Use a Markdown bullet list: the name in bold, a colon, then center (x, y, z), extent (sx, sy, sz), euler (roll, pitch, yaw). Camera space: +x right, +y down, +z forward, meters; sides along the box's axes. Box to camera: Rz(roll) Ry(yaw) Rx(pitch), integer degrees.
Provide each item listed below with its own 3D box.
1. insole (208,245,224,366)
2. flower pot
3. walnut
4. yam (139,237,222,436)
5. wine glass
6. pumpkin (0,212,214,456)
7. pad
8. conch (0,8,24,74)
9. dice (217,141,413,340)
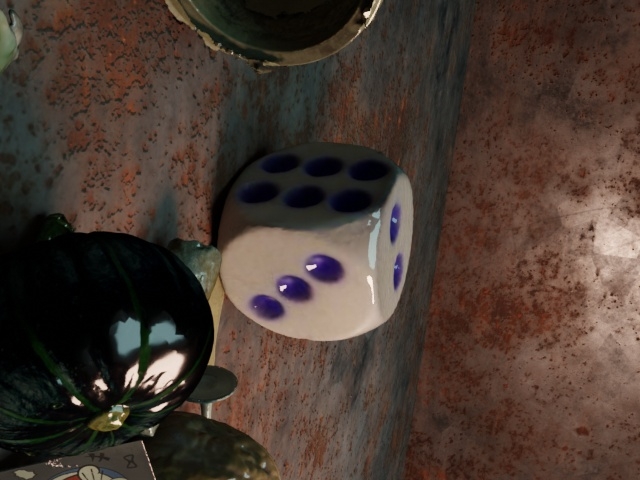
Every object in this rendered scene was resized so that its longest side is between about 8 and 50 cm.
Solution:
- **insole**: center (-0.178, 0.129, 1.097), extent (0.081, 0.011, 0.247), euler (-26, 126, -65)
- **flower pot**: center (-0.040, -0.398, 0.857), extent (0.290, 0.291, 0.259), euler (80, 19, -44)
- **walnut**: center (-0.159, 0.322, 0.934), extent (0.178, 0.231, 0.178), euler (-165, -90, -83)
- **yam**: center (-0.210, 0.122, 0.902), extent (0.093, 0.093, 0.259), euler (63, 42, -59)
- **wine glass**: center (-0.100, 0.366, 1.072), extent (0.096, 0.264, 0.309), euler (-52, 148, -64)
- **pumpkin**: center (-0.238, 0.077, 0.676), extent (0.248, 0.248, 0.247), euler (12, 90, -69)
- **pad**: center (-0.263, 0.326, 0.806), extent (0.006, 0.170, 0.245), euler (-112, -166, -52)
- **conch**: center (-0.294, -0.188, 0.417), extent (0.277, 0.220, 0.195), euler (30, 97, -44)
- **dice**: center (0.000, 0.000, 1.132), extent (0.243, 0.259, 0.251), euler (-65, 156, -44)
